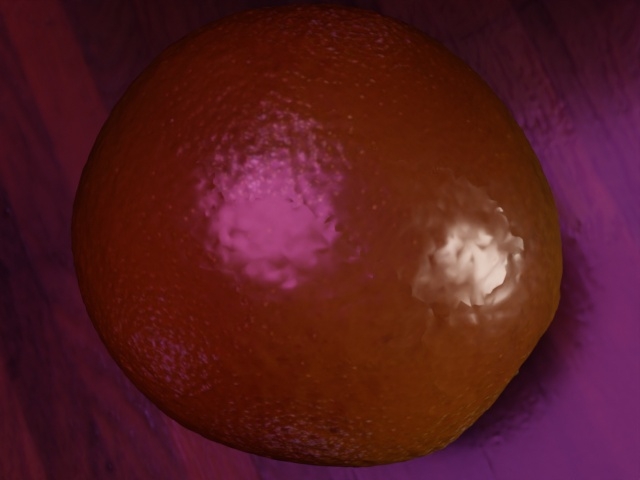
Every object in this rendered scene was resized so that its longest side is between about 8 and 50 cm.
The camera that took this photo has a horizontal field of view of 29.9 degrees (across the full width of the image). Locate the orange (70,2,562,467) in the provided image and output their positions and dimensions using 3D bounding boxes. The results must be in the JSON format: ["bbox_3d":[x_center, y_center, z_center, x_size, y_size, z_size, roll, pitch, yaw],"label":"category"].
[{"bbox_3d":[0.000,0.000,0.508,0.206,0.206,0.206,-2,82,16],"label":"orange"}]
